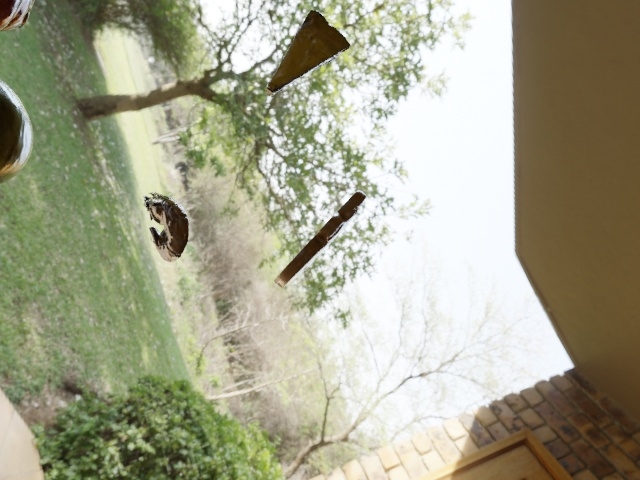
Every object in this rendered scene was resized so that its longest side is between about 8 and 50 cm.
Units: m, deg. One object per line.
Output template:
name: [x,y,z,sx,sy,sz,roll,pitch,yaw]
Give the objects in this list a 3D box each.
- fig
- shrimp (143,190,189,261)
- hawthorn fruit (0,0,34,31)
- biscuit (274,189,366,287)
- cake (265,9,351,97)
fig: [-0.939,-0.308,1.298,0.343,0.343,0.344,161,-90,-80]
shrimp: [-0.337,-0.034,1.055,0.236,0.053,0.133,31,-58,45]
hawthorn fruit: [-0.752,-0.547,0.899,0.403,0.402,0.403,161,-90,-80]
biscuit: [0.002,0.002,1.422,0.052,0.355,0.275,42,-11,0]
cake: [-0.022,-0.355,0.994,0.185,0.116,0.080,-62,-175,7]
